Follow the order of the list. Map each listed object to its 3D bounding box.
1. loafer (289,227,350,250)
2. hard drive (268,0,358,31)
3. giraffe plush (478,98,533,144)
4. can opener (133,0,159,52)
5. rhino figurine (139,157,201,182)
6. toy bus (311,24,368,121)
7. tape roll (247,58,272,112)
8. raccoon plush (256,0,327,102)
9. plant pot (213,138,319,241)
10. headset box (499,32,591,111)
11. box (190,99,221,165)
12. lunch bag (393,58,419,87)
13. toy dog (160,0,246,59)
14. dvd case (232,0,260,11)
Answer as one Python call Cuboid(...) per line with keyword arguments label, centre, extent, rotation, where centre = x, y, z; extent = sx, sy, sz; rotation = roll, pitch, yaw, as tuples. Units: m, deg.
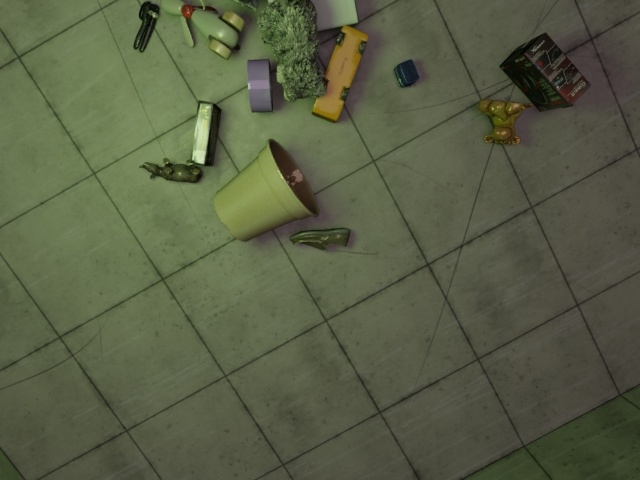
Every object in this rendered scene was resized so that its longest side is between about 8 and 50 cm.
Cuboid(label="loafer", centre=(0.000, 0.000, 1.835), extent=(0.252, 0.094, 0.087), rotation=(-4, 95, -3))
Cuboid(label="hard drive", centre=(-0.031, -0.868, 1.634), extent=(0.308, 0.040, 0.202), rotation=(-6, 129, 15))
Cuboid(label="giraffe plush", centre=(0.723, -0.465, 1.787), extent=(0.210, 0.181, 0.170), rotation=(-10, 114, -36))
Cuboid(label="can opener", centre=(-0.655, -0.800, 1.693), extent=(0.059, 0.073, 0.186), rotation=(8, 105, -44))
Cuboid(label="rhino figurine", centre=(-0.584, -0.270, 1.755), extent=(0.244, 0.106, 0.073), rotation=(4, 73, -4))
Cuboid(label="toy bus", centre=(0.072, -0.628, 1.718), extent=(0.108, 0.130, 0.332), rotation=(20, 98, -5))
Cuboid(label="tape roll", centre=(-0.224, -0.575, 1.680), extent=(0.080, 0.189, 0.188), rotation=(-3, 99, -3))
Cuboid(label="raccoon plush", centre=(-0.087, -0.668, 1.502), extent=(0.216, 0.446, 0.298), rotation=(-16, 79, 0))
Cuboid(label="plant pot", centre=(-0.221, -0.160, 1.704), extent=(0.306, 0.334, 0.333), rotation=(-30, 100, 13))
Cuboid(label="headset box", centre=(0.861, -0.622, 1.721), extent=(0.293, 0.218, 0.110), rotation=(43, 96, -9))
Cuboid(label="box", centre=(-0.431, -0.398, 1.700), extent=(0.056, 0.183, 0.230), rotation=(10, 98, -4))
Cuboid(label="lunch bag", centre=(0.336, -0.649, 1.764), extent=(0.067, 0.065, 0.098), rotation=(-25, 99, -15))
Cuboid(label="toy dog", centre=(-0.415, -0.801, 1.675), extent=(0.220, 0.161, 0.333), rotation=(-38, 85, 6))
Cuboid(label="dvd case", centre=(-0.279, -0.944, 1.636), extent=(0.165, 0.018, 0.221), rotation=(19, 63, -11))
